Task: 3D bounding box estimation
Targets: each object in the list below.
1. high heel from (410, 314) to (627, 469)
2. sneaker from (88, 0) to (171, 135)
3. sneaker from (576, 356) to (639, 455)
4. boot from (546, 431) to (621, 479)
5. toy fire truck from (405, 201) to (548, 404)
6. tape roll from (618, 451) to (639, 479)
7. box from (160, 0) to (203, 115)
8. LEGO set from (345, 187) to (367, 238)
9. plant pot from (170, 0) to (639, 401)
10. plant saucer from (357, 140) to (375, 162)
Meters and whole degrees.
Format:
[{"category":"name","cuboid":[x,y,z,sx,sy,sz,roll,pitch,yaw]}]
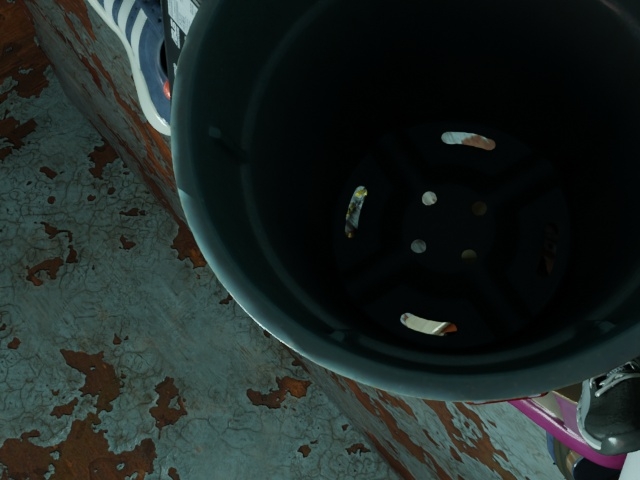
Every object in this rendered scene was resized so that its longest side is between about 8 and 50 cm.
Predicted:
[{"category":"high heel","cuboid":[0.270,0.184,0.955,0.377,0.127,0.181,37,165,53]},{"category":"sneaker","cuboid":[-0.229,-0.332,0.986,0.148,0.131,0.350,-15,105,45]},{"category":"sneaker","cuboid":[0.277,0.109,0.692,0.132,0.086,0.228,64,-158,-4]},{"category":"boot","cuboid":[0.389,0.336,0.991,0.106,0.082,0.219,-109,-8,-60]},{"category":"toy fire truck","cuboid":[0.181,0.098,0.835,0.246,0.158,0.217,68,-165,-62]},{"category":"tape roll","cuboid":[0.411,0.278,0.621,0.286,0.100,0.286,24,166,7]},{"category":"box","cuboid":[-0.040,-0.227,0.710,0.076,0.242,0.307,50,164,5]},{"category":"LEGO set","cuboid":[-0.011,0.026,1.130,0.192,0.255,0.331,36,171,-3]},{"category":"plant pot","cuboid":[0.102,-0.048,0.548,0.341,0.341,0.334,47,178,15]},{"category":"plant saucer","cuboid":[0.064,-0.150,0.787,0.029,0.168,0.169,-1,134,26]}]
